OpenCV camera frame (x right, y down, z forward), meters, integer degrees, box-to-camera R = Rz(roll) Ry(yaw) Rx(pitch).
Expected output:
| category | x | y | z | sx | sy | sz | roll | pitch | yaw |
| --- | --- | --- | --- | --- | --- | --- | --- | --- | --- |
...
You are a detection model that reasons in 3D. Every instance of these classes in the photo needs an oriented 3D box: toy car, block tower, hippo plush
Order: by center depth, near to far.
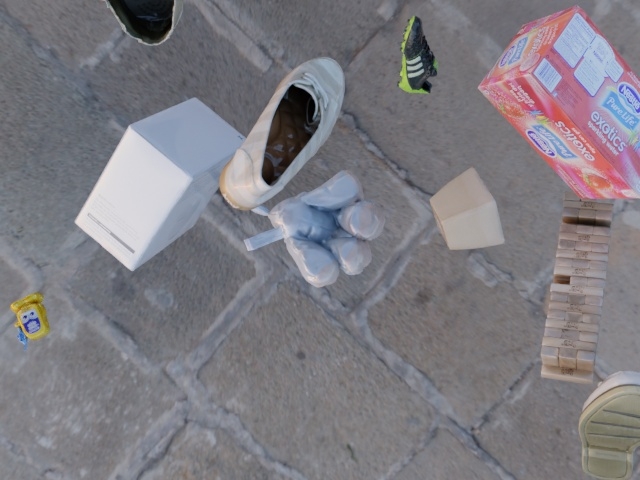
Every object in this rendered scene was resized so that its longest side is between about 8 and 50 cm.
| category | x | y | z | sx | sy | sz | roll | pitch | yaw |
| --- | --- | --- | --- | --- | --- | --- | --- | --- | --- |
| toy car | -0.232 | 0.064 | 0.464 | 0.122 | 0.060 | 0.040 | -22 | 68 | -21 |
| block tower | 0.463 | 0.080 | 1.330 | 0.091 | 0.097 | 0.335 | 6 | 67 | 22 |
| hippo plush | 0.000 | 0.000 | 1.624 | 0.294 | 0.236 | 0.234 | -13 | 76 | 4 |

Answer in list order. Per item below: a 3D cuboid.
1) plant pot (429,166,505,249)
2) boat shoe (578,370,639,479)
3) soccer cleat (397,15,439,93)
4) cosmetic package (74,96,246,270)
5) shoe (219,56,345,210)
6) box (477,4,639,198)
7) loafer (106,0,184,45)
| category | x | y | z | sx | sy | sz | roll | pitch | yaw |
| --- | --- | --- | --- | --- | --- | --- | --- | --- | --- |
| plant pot | 0.256 | -0.046 | 1.323 | 0.096 | 0.109 | 0.109 | -22 | 132 | 3 |
| boat shoe | 0.466 | 0.276 | 1.178 | 0.113 | 0.302 | 0.103 | 8 | 54 | 14 |
| soccer cleat | 0.181 | -0.335 | 1.345 | 0.072 | 0.179 | 0.060 | 13 | 63 | 10 |
| cosmetic package | -0.270 | -0.105 | 1.285 | 0.138 | 0.224 | 0.224 | 41 | 119 | 0 |
| shoe | -0.024 | -0.118 | 0.760 | 0.076 | 0.058 | 0.219 | 40 | 57 | -16 |
| box | 0.433 | -0.219 | 1.232 | 0.300 | 0.142 | 0.154 | 40 | 78 | -20 |
| loafer | -0.181 | -0.283 | 0.705 | 0.102 | 0.268 | 0.092 | -12 | 71 | 4 |
